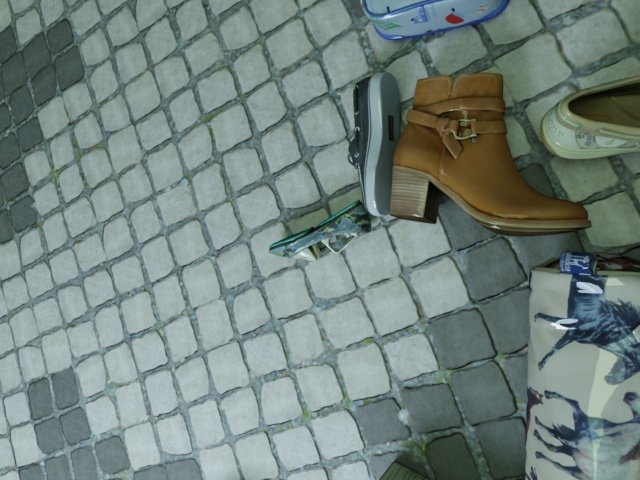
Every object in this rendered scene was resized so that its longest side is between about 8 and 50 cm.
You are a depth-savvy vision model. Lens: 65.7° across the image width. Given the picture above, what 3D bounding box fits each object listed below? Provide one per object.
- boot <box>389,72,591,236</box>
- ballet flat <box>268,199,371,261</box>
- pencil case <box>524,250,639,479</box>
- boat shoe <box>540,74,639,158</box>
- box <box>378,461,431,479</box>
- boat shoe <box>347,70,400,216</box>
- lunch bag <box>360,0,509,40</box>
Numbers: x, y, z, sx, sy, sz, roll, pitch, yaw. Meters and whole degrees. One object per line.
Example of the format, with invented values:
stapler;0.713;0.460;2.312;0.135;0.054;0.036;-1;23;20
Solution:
boot;0.244;-0.124;0.709;0.283;0.109;0.220;11;87;31
ballet flat;0.000;0.000;0.821;0.188;0.070;0.070;-26;77;24
pencil case;0.337;0.218;0.594;0.160;0.183;0.410;3;87;-8
boat shoe;0.428;-0.158;0.604;0.285;0.089;0.104;-9;79;8
box;0.165;0.479;0.692;0.243;0.117;0.213;19;95;24
boat shoe;0.078;-0.151;0.789;0.076;0.080;0.228;-1;90;41
lunch bag;0.161;-0.473;0.748;0.243;0.115;0.303;-4;86;26
